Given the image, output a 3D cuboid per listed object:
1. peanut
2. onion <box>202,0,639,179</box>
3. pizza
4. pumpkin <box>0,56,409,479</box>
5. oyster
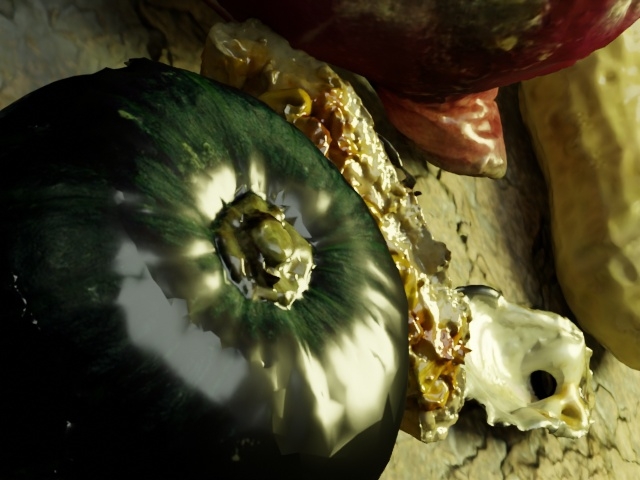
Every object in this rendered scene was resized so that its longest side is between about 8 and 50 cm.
[{"bbox_3d":[0.212,-0.049,1.062,0.130,0.130,0.290,9,66,-47],"label":"peanut"},{"bbox_3d":[0.071,-0.188,0.858,0.348,0.348,0.385,-60,153,-47],"label":"onion"},{"bbox_3d":[0.000,0.001,0.779,0.058,0.127,0.246,-46,122,-45],"label":"pizza"},{"bbox_3d":[-0.068,0.036,0.645,0.233,0.163,0.233,26,51,-37],"label":"pumpkin"},{"bbox_3d":[0.127,0.077,0.951,0.146,0.045,0.121,-28,96,-45],"label":"oyster"}]
